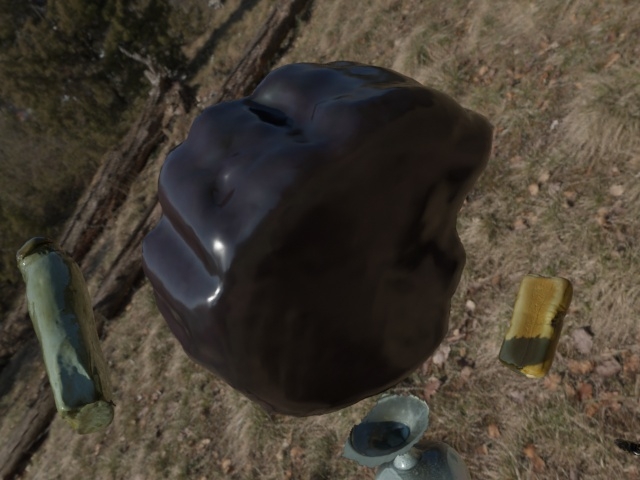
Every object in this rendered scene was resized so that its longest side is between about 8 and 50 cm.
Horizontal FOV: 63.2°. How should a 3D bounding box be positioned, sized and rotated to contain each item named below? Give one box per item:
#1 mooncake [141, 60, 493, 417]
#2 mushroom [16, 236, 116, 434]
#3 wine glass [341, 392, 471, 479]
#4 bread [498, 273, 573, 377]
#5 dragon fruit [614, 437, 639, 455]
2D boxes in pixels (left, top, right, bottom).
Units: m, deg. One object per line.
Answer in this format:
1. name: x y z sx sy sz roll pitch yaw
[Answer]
1. mooncake: 0.000 0.000 0.570 0.212 0.350 0.381 37 118 39
2. mushroom: -0.345 0.113 0.707 0.081 0.100 0.312 -28 52 -16
3. wine glass: 0.213 0.530 1.174 0.238 0.323 0.238 -27 16 8
4. bread: 0.586 0.229 1.413 0.142 0.091 0.305 5 57 43
5. dragon fruit: 0.523 0.242 0.623 0.282 0.211 0.147 13 54 33
